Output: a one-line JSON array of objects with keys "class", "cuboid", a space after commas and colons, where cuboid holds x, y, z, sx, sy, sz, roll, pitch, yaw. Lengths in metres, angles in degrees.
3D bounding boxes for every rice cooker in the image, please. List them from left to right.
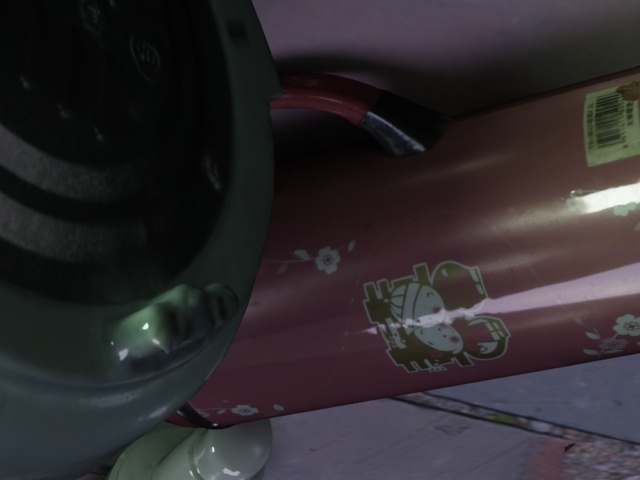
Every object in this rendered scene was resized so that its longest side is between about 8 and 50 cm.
[{"class": "rice cooker", "cuboid": [-0.180, -0.025, 0.410, 0.317, 0.264, 0.316, -22, -178, 1]}]

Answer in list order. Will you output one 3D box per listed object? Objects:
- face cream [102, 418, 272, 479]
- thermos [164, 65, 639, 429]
[{"class": "face cream", "cuboid": [-0.088, 0.168, 0.839, 0.101, 0.101, 0.251, 15, 146, -16]}, {"class": "thermos", "cuboid": [0.001, 0.008, 0.572, 0.330, 0.109, 0.136, -14, 144, 26]}]
